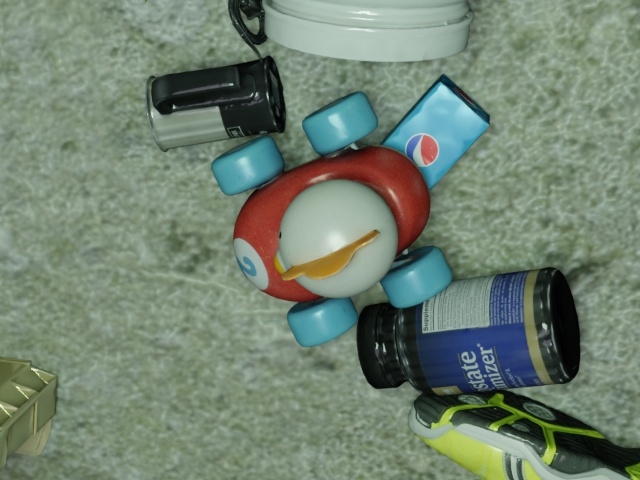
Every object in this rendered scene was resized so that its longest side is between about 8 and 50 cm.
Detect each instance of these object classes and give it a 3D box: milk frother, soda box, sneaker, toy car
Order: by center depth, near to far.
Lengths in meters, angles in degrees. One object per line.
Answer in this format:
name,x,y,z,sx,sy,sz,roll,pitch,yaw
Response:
toy car,0.000,0.000,1.312,0.210,0.238,0.219,-24,99,13
milk frother,-0.116,-0.181,1.437,0.135,0.129,0.143,-8,60,9
soda box,0.085,-0.074,1.441,0.071,0.067,0.210,41,106,-4
sneaker,0.266,0.279,1.469,0.384,0.145,0.147,24,106,3

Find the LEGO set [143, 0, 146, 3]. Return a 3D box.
LEGO set,-0.227,-0.391,1.218,0.331,0.192,0.255,25,114,-9

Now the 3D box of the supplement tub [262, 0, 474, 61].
supplement tub,0.055,-0.354,1.276,0.241,0.241,0.331,7,112,6

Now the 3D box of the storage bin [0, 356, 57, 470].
storage bin,-0.453,0.216,1.489,0.260,0.262,0.123,7,103,6

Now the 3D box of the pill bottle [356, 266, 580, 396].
pill bottle,0.156,0.101,1.439,0.219,0.123,0.123,-9,103,24
